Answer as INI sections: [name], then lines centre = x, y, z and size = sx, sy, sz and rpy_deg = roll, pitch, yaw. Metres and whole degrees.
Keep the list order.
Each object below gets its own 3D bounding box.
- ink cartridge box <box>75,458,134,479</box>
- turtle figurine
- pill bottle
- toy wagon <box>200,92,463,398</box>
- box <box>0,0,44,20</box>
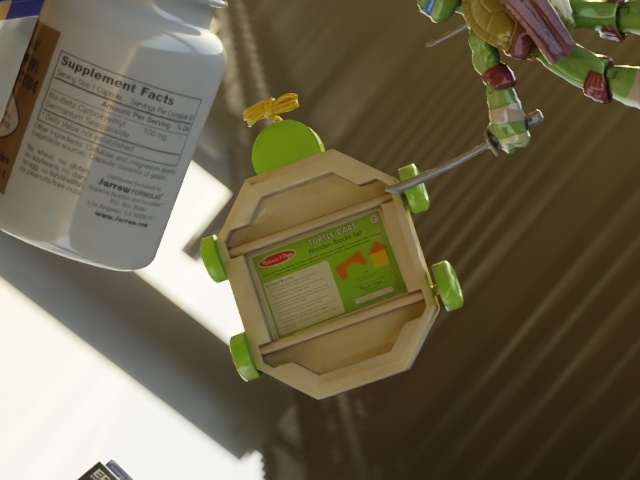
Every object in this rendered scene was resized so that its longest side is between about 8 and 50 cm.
[ink cartridge box]
centre = -0.286, 0.390, 2.417
size = 0.065, 0.165, 0.332
rpy_deg = -51, 173, 38
[turtle figurine]
centre = 0.222, -0.183, 1.960
size = 0.198, 0.266, 0.275
rpy_deg = -69, 171, -57
[pill bottle]
centre = -0.136, -0.107, 1.309
size = 0.131, 0.131, 0.229
rpy_deg = -114, -135, -78
[toy wagon]
centre = 0.000, 0.000, 2.221
size = 0.267, 0.344, 0.068
rpy_deg = -19, 171, 9
[box]
centre = -0.288, -0.311, 2.144
size = 0.225, 0.136, 0.036
rpy_deg = -14, 148, -36
